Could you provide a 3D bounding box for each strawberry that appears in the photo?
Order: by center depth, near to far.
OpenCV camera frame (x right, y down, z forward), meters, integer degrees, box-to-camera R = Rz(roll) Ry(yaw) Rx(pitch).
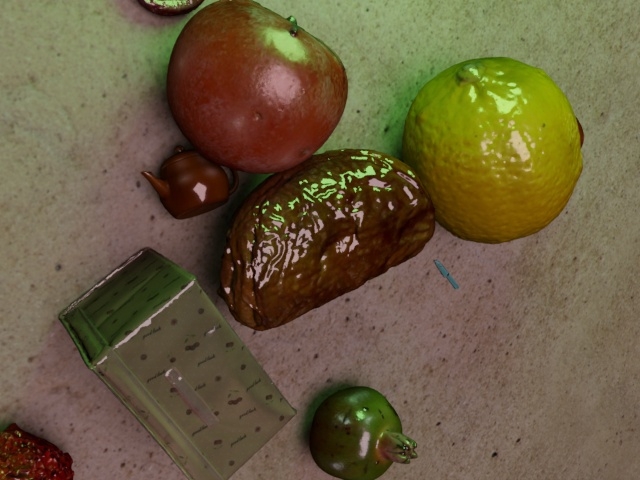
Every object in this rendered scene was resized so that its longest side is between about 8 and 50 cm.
[{"bbox_3d":[-0.447,0.359,1.069,0.187,0.201,0.184,22,70,-13],"label":"strawberry"}]

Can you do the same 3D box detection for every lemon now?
[{"bbox_3d":[0.303,-0.159,1.333,0.336,0.336,0.336,-7,103,-29],"label":"lemon"}]

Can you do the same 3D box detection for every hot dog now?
[{"bbox_3d":[0.000,0.000,1.223,0.387,0.174,0.267,-25,137,-23],"label":"hot dog"}]

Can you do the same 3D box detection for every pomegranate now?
[{"bbox_3d":[0.084,0.362,1.364,0.180,0.209,0.180,-12,107,-44],"label":"pomegranate"}]

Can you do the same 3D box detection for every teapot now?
[{"bbox_3d":[-0.199,-0.098,1.172,0.173,0.116,0.116,-17,109,-43],"label":"teapot"}]

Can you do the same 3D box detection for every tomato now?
[{"bbox_3d":[-0.100,-0.220,1.106,0.265,0.265,0.265,-7,103,-29],"label":"tomato"}]

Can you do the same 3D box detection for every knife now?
[{"bbox_3d":[0.256,0.070,1.521,0.014,0.005,0.091,-48,119,-15],"label":"knife"}]

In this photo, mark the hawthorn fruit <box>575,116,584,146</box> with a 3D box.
[{"bbox_3d":[0.445,-0.190,1.502,0.148,0.148,0.172,18,99,-32],"label":"hawthorn fruit"}]

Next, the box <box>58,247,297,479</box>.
[{"bbox_3d":[-0.217,0.194,1.144,0.190,0.225,0.297,-39,118,-17],"label":"box"}]

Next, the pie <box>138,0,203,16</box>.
[{"bbox_3d":[-0.227,-0.413,1.124,0.154,0.036,0.154,-6,103,-29],"label":"pie"}]
